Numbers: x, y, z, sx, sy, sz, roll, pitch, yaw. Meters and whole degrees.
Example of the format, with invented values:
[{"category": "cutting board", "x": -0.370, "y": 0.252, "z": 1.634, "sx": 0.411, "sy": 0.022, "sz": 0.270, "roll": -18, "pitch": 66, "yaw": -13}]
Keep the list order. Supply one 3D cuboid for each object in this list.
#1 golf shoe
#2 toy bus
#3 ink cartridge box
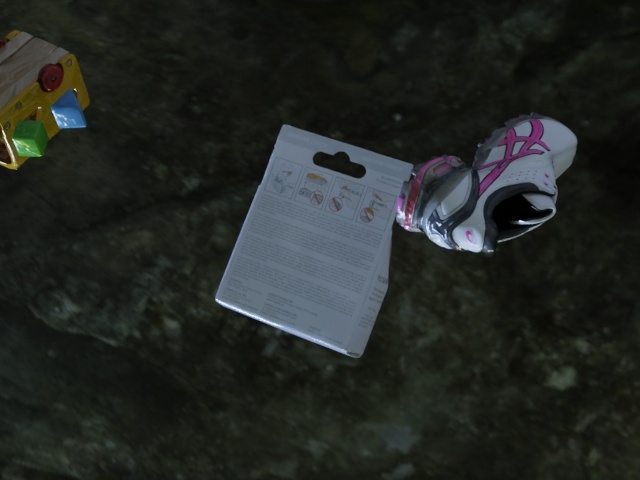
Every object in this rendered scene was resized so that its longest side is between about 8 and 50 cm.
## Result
[{"category": "golf shoe", "x": 0.139, "y": -0.035, "z": 0.903, "sx": 0.186, "sy": 0.086, "sz": 0.068, "roll": -29, "pitch": -42, "yaw": -42}, {"category": "toy bus", "x": -0.338, "y": -0.125, "z": 1.318, "sx": 0.202, "sy": 0.191, "sz": 0.104, "roll": -10, "pitch": -42, "yaw": 1}, {"category": "ink cartridge box", "x": 0.000, "y": 0.000, "z": 1.506, "sx": 0.232, "sy": 0.189, "sz": 0.066, "roll": -68, "pitch": -25, "yaw": -6}]
